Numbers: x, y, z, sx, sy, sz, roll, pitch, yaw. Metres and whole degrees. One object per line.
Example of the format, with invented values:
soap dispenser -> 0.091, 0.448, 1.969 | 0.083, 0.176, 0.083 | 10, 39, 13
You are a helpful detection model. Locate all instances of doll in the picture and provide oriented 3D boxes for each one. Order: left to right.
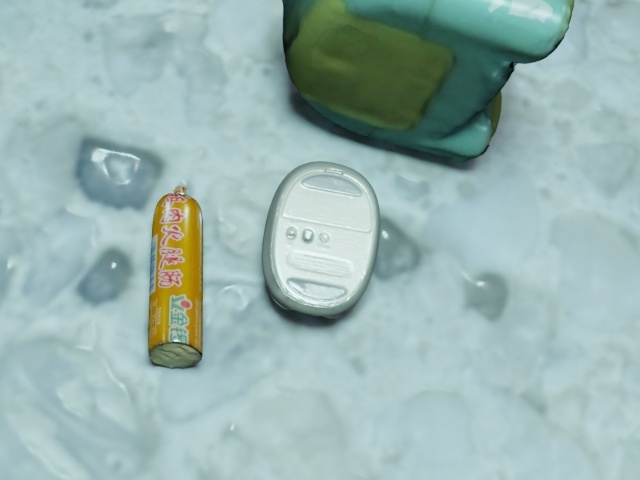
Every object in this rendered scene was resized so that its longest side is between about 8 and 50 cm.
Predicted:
doll -> 0.068, -0.201, 0.623 | 0.161, 0.177, 0.261 | 15, 65, -3

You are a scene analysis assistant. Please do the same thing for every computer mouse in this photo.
computer mouse -> 0.000, 0.000, 0.576 | 0.065, 0.039, 0.096 | 11, 68, -4

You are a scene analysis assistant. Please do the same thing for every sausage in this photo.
sausage -> -0.079, 0.015, 0.556 | 0.031, 0.031, 0.107 | 2, 62, -10
